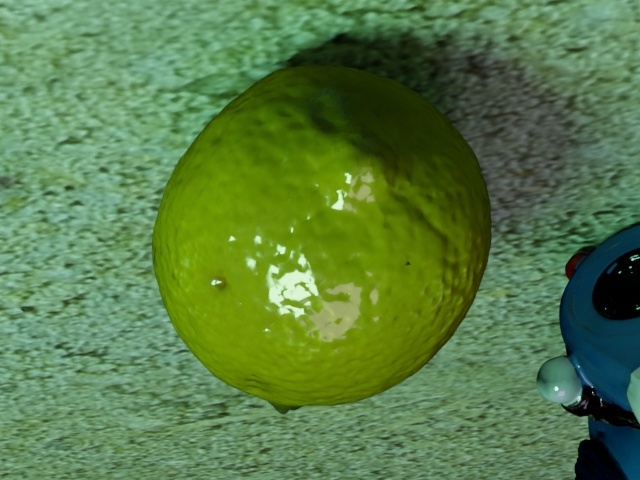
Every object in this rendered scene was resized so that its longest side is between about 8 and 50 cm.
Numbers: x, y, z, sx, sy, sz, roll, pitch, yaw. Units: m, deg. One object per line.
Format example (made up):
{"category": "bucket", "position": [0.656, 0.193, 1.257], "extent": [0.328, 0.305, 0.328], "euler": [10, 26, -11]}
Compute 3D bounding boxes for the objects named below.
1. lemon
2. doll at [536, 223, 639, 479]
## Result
{"category": "lemon", "position": [0.004, -0.004, 0.899], "extent": [0.228, 0.228, 0.253], "euler": [14, 143, -23]}
{"category": "doll", "position": [0.331, 0.132, 1.127], "extent": [0.284, 0.240, 0.310], "euler": [-41, 122, -1]}
